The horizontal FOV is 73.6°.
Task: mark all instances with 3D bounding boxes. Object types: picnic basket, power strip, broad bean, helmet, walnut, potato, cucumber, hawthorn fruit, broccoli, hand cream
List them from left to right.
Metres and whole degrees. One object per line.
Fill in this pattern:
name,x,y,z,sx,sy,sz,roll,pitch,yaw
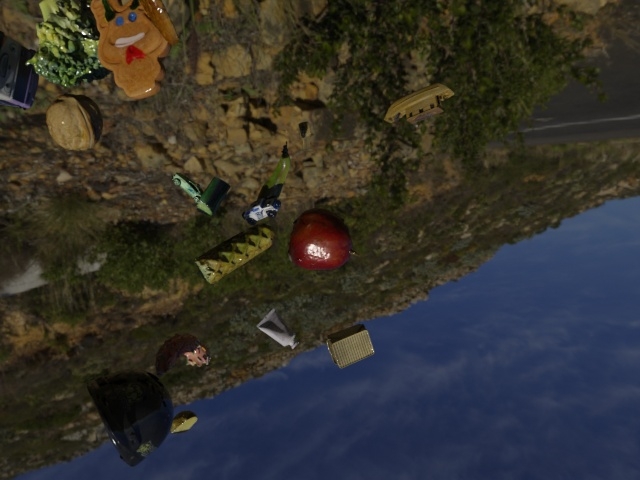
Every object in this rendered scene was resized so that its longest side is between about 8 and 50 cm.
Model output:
walnut,-0.737,-0.360,1.291,0.155,0.155,0.184,-9,152,-26
broccoli,-0.742,-0.618,1.342,0.334,0.272,0.324,-32,-131,1
helmet,-0.459,0.416,1.070,0.160,0.278,0.230,-26,-117,-29
potato,-0.542,0.711,1.710,0.066,0.103,0.096,51,-173,27
cucumber,-0.338,-0.138,1.348,0.062,0.115,0.116,30,171,-13
broad bean,-0.183,-0.247,1.746,0.075,0.325,0.067,17,-165,-32
hand cream,-0.133,0.302,1.424,0.142,0.053,0.084,40,-119,10
power strip,-0.068,-0.460,1.881,0.044,0.064,0.305,-15,-179,-1
hawthorn fruit,0.011,0.004,0.991,0.172,0.148,0.148,20,-163,9
picnic basket,0.115,0.402,1.645,0.164,0.115,0.079,-20,-170,-11

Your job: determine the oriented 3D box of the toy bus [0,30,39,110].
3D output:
toy bus,-1.181,-0.579,1.422,0.440,0.209,0.249,9,180,10

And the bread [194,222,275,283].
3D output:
bread,-0.252,0.030,1.305,0.269,0.098,0.087,-34,-113,-29

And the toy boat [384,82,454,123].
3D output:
toy boat,0.271,-0.371,1.192,0.201,0.077,0.057,-12,173,36

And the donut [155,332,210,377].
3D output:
donut,-0.415,0.334,1.289,0.166,0.117,0.065,-9,171,-43

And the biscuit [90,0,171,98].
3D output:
biscuit,-0.495,-0.538,1.127,0.202,0.333,0.047,-12,175,6

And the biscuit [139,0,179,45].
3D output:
biscuit,-0.348,-0.487,0.866,0.027,0.187,0.188,-32,-161,-10

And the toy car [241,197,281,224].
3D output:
toy car,-0.239,-0.120,1.698,0.171,0.070,0.080,-17,-145,29

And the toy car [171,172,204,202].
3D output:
toy car,-0.511,-0.207,1.721,0.186,0.058,0.093,42,-175,-3
